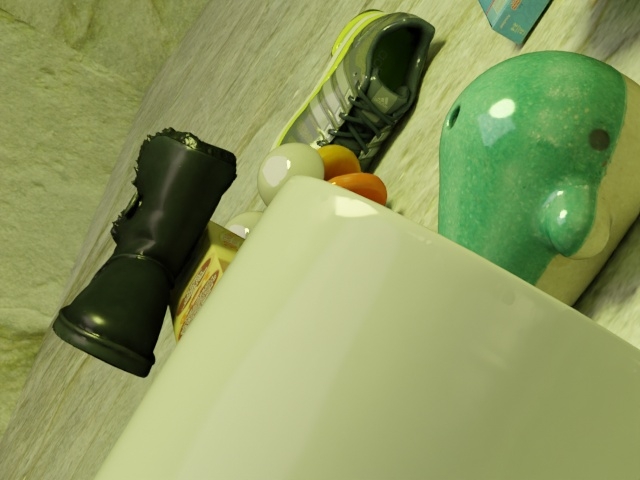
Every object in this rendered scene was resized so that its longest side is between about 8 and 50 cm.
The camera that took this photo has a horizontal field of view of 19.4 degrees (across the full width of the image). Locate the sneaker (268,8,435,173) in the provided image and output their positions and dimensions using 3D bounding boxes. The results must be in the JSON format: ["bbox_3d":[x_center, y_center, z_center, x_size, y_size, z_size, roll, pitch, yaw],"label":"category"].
[{"bbox_3d":[0.033,-0.134,2.069,0.121,0.111,0.300,-15,49,66],"label":"sneaker"}]

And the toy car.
[{"bbox_3d":[0.000,0.000,1.885,0.136,0.159,0.182,38,101,40],"label":"toy car"}]

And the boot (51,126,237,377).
[{"bbox_3d":[-0.152,0.002,1.681,0.207,0.094,0.246,-64,7,5],"label":"boot"}]

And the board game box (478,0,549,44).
[{"bbox_3d":[0.213,-0.295,1.868,0.160,0.039,0.211,-57,14,16],"label":"board game box"}]

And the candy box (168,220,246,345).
[{"bbox_3d":[-0.035,0.089,1.676,0.088,0.183,0.316,-60,13,9],"label":"candy box"}]

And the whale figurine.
[{"bbox_3d":[0.133,-0.013,1.358,0.272,0.141,0.216,-63,14,-6],"label":"whale figurine"}]

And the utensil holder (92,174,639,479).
[{"bbox_3d":[0.015,0.205,0.965,0.385,0.327,0.327,-60,13,-4],"label":"utensil holder"}]
